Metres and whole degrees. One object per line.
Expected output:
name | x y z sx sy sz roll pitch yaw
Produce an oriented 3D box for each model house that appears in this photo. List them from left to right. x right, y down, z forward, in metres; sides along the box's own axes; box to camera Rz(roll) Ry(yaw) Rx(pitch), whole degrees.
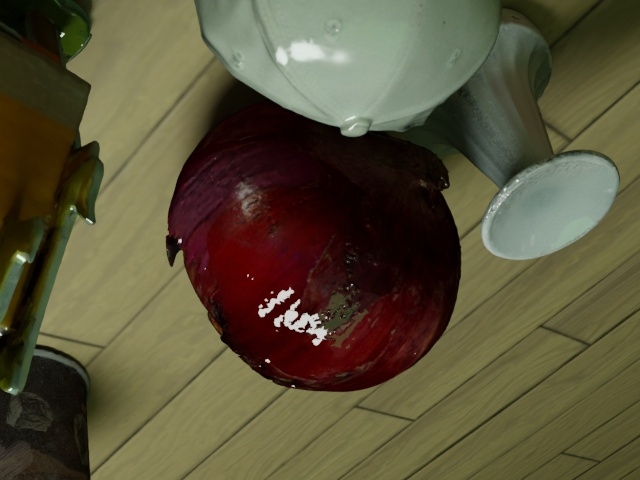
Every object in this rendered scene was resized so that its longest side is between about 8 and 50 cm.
model house | -0.330 -0.010 0.619 0.358 0.313 0.242 -37 137 20

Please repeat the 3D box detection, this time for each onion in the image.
onion | 0.000 0.000 0.821 0.276 0.276 0.276 -13 141 -11

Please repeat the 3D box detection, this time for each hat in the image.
hat | 0.063 -0.229 0.655 0.258 0.168 0.301 1 137 -28

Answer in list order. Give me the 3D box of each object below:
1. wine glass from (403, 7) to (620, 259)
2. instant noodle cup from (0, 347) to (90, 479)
wine glass | 0.171 -0.094 0.847 0.165 0.196 0.165 -15 142 -12
instant noodle cup | -0.347 0.259 1.013 0.217 0.207 0.217 -14 143 -11
